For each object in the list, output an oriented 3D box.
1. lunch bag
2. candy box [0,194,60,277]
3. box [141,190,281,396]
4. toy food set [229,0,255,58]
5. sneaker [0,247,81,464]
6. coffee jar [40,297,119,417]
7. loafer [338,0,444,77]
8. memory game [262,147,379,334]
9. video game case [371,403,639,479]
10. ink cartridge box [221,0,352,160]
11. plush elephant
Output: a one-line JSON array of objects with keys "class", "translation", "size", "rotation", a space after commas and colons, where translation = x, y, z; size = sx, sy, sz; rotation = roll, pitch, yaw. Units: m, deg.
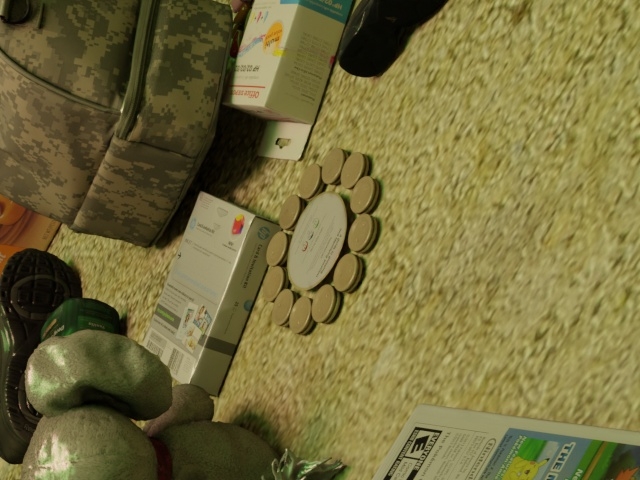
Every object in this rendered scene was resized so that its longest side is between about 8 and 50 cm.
[{"class": "lunch bag", "translation": [-0.256, -0.154, 1.772], "size": [0.305, 0.256, 0.213], "rotation": [130, 149, -59]}, {"class": "candy box", "translation": [-0.473, 0.008, 2.179], "size": [0.316, 0.183, 0.087], "rotation": [-58, 30, 21]}, {"class": "box", "translation": [-0.116, 0.052, 1.691], "size": [0.145, 0.038, 0.186], "rotation": [23, 94, 61]}, {"class": "toy food set", "translation": [-0.080, -0.253, 1.841], "size": [0.078, 0.019, 0.122], "rotation": [-8, 73, 58]}, {"class": "sneaker", "translation": [-0.364, 0.139, 2.000], "size": [0.130, 0.109, 0.286], "rotation": [-48, 33, 45]}, {"class": "coffee jar", "translation": [-0.269, 0.161, 1.843], "size": [0.096, 0.079, 0.184], "rotation": [-47, 37, 36]}, {"class": "loafer", "translation": [0.069, -0.228, 1.526], "size": [0.170, 0.062, 0.061], "rotation": [-45, 33, 36]}, {"class": "memory game", "translation": [0.000, 0.000, 1.551], "size": [0.186, 0.012, 0.186], "rotation": [-38, 42, 44]}, {"class": "video game case", "translation": [0.078, 0.264, 1.123], "size": [0.329, 0.036, 0.300], "rotation": [-57, 24, -18]}, {"class": "ink cartridge box", "translation": [-0.040, -0.178, 1.676], "size": [0.104, 0.061, 0.181], "rotation": [11, 83, 62]}, {"class": "plush elephant", "translation": [-0.174, 0.229, 1.453], "size": [0.330, 0.255, 0.272], "rotation": [-33, 46, 48]}]
